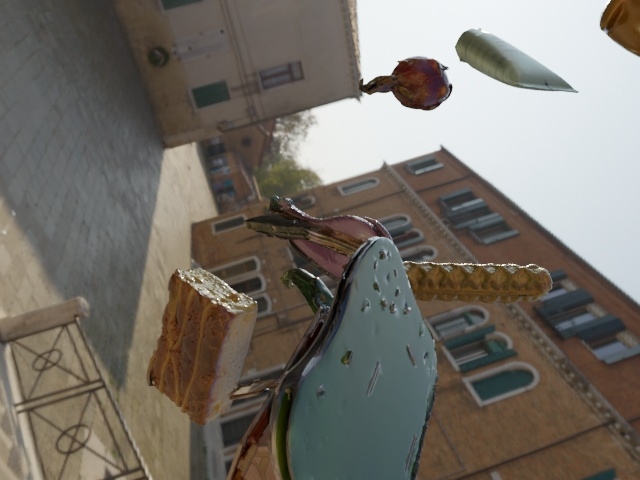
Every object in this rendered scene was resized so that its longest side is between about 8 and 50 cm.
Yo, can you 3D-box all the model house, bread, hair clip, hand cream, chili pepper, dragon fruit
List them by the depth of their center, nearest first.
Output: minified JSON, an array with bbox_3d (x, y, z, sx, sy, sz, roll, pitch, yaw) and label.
[{"bbox_3d":[-0.005,0.147,0.539,0.207,0.154,0.294,64,33,-23],"label":"model house"},{"bbox_3d":[0.237,-0.223,0.712,0.205,0.078,0.050,-113,-149,-55],"label":"hand cream"},{"bbox_3d":[0.000,0.002,0.940,0.095,0.110,0.358,23,-2,-44],"label":"hair clip"},{"bbox_3d":[0.028,0.183,1.061,0.359,0.076,0.085,58,-12,33],"label":"chili pepper"},{"bbox_3d":[-0.246,0.213,1.147,0.184,0.114,0.275,29,-67,25],"label":"bread"},{"bbox_3d":[0.289,0.088,1.177,0.084,0.367,0.077,71,23,-57],"label":"bread"},{"bbox_3d":[0.189,-0.346,1.249,0.125,0.246,0.125,-129,-143,-50],"label":"dragon fruit"}]

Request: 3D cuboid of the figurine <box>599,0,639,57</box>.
[{"bbox_3d":[0.539,-0.325,0.847,0.228,0.215,0.215,34,-22,21],"label":"figurine"}]
